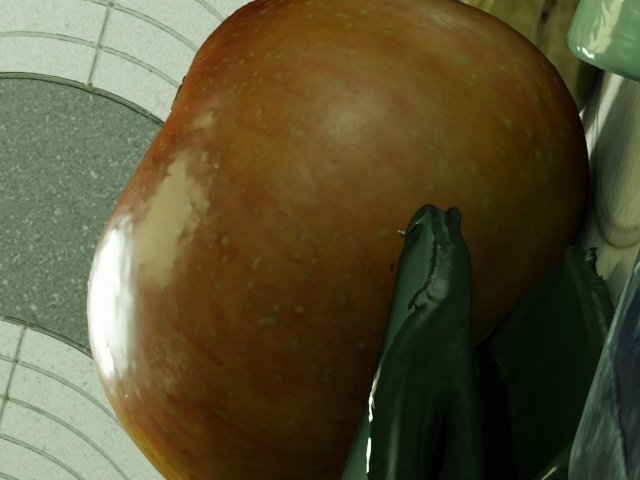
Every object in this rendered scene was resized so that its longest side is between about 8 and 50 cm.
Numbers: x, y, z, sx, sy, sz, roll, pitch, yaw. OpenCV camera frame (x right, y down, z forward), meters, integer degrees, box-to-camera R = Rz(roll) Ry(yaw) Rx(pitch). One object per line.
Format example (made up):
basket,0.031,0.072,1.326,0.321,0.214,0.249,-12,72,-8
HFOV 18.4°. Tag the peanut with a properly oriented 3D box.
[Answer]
peanut,0.107,-0.114,0.969,0.080,0.080,0.174,108,-177,-65

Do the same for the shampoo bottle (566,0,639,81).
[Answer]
shampoo bottle,0.134,-0.149,0.680,0.069,0.041,0.191,-47,-24,-78

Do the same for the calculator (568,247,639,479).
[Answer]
calculator,0.099,-0.022,0.315,0.177,0.040,0.268,-79,10,-70

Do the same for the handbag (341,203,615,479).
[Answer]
handbag,0.027,0.129,0.628,0.247,0.079,0.260,-69,-4,-79

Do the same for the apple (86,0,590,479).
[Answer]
apple,0.000,0.000,0.836,0.235,0.173,0.210,-51,-6,-16
